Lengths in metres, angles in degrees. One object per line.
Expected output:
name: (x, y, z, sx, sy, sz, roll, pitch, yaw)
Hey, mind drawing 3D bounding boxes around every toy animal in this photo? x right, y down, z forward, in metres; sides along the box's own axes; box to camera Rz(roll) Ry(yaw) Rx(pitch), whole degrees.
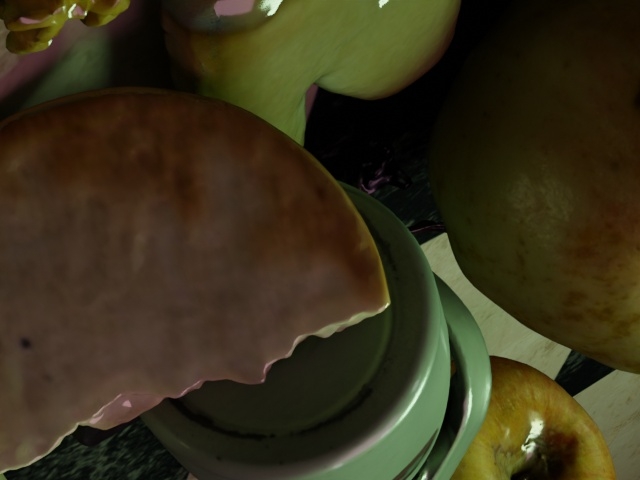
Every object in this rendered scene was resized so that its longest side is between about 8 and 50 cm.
toy animal: (0.002, -0.011, 1.417, 0.202, 0.070, 0.105, -24, 110, -21)

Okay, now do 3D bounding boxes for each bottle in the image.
bottle: (0.004, 0.101, 1.293, 0.229, 0.229, 0.352, -40, 158, -6)

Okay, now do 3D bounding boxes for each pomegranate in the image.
pomegranate: (0.236, -0.068, 1.421, 0.342, 0.342, 0.342, -35, 157, -17)

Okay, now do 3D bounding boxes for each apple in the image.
apple: (0.155, 0.278, 1.918, 0.299, 0.299, 0.275, -28, 177, -31)

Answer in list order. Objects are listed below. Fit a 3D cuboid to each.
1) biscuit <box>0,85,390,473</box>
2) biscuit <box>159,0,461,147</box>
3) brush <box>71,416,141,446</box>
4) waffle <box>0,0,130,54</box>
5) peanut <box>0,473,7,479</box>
biscuit: (-0.130, 0.015, 1.088, 0.309, 0.205, 0.040, -23, -170, -1)
biscuit: (0.004, -0.142, 1.170, 0.237, 0.062, 0.291, -37, 162, -17)
brush: (-0.131, 0.061, 1.335, 0.123, 0.059, 0.197, -30, 153, -33)
waffle: (-0.090, -0.205, 0.907, 0.293, 0.069, 0.260, -38, 157, -7)
peanut: (-0.301, 0.252, 1.335, 0.136, 0.120, 0.298, -3, 143, -22)
